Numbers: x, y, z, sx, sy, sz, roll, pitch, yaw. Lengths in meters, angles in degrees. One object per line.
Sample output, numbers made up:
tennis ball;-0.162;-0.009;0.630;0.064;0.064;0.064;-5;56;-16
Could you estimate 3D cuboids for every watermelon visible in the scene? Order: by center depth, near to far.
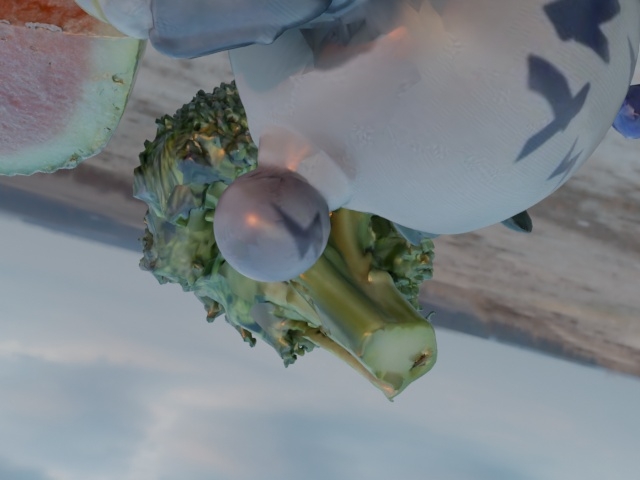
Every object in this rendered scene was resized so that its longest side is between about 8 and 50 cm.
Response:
watermelon;-0.255;-0.159;0.881;0.232;0.193;0.310;49;157;-15

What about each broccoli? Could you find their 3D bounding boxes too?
broccoli;0.002;-0.019;1.018;0.302;0.249;0.375;15;154;36

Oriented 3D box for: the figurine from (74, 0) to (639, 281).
figurine;0.003;-0.114;0.446;0.186;0.261;0.382;33;-174;40
